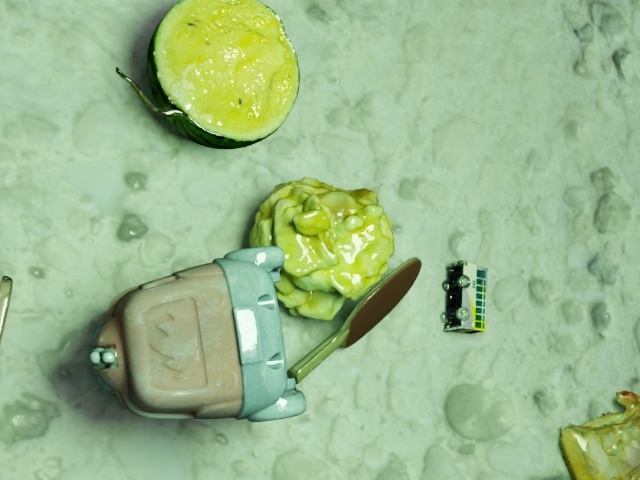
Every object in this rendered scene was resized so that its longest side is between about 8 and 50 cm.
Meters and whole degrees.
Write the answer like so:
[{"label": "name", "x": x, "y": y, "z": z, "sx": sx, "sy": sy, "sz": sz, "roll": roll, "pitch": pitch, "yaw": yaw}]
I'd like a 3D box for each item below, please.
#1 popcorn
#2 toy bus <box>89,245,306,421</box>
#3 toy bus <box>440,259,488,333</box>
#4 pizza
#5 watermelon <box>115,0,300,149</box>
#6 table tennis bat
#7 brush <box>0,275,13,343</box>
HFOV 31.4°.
[{"label": "popcorn", "x": 0.000, "y": 0.001, "z": 1.483, "sx": 0.185, "sy": 0.188, "sz": 0.167, "roll": 31, "pitch": 56, "yaw": -36}, {"label": "toy bus", "x": -0.154, "y": 0.122, "z": 1.338, "sx": 0.232, "sy": 0.294, "sz": 0.197, "roll": -8, "pitch": 87, "yaw": -12}, {"label": "toy bus", "x": 0.214, "y": 0.084, "z": 1.665, "sx": 0.058, "sy": 0.052, "sz": 0.102, "roll": 11, "pitch": 75, "yaw": -27}, {"label": "pizza", "x": 0.505, "y": 0.318, "z": 1.761, "sx": 0.297, "sy": 0.071, "sz": 0.189, "roll": -16, "pitch": 86, "yaw": -31}, {"label": "watermelon", "x": -0.141, "y": -0.210, "z": 1.491, "sx": 0.204, "sy": 0.127, "sz": 0.232, "roll": 44, "pitch": 60, "yaw": -14}, {"label": "table tennis bat", "x": 0.049, "y": 0.107, "z": 1.527, "sx": 0.022, "sy": 0.138, "sz": 0.246, "roll": 42, "pitch": 61, "yaw": 17}, {"label": "brush", "x": -0.405, "y": 0.186, "z": 1.297, "sx": 0.067, "sy": 0.072, "sz": 0.312, "roll": 11, "pitch": 72, "yaw": -12}]
